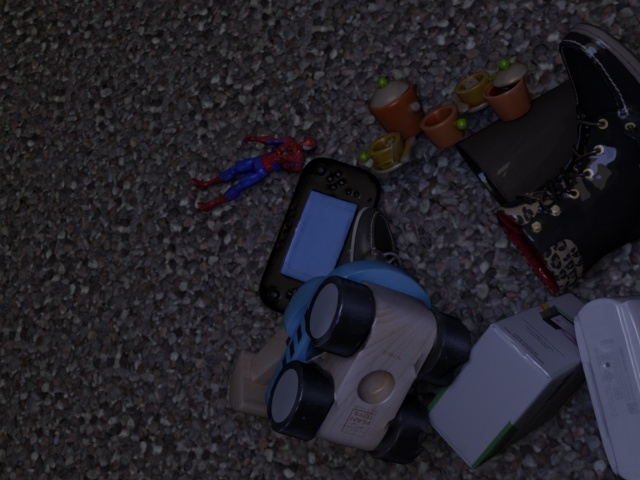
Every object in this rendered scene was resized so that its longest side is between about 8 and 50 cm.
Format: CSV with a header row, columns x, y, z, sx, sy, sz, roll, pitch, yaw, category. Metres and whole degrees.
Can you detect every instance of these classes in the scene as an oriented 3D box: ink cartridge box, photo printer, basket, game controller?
x,y,z,sx,sy,sz,roll,pitch,yaw,category
0.317,0.208,1.227,0.117,0.278,0.201,46,123,26,ink cartridge box
0.523,0.203,1.169,0.107,0.308,0.256,-26,69,48,photo printer
0.385,-0.166,1.385,0.227,0.154,0.204,-38,58,6,basket
0.000,0.000,1.544,0.167,0.067,0.319,19,86,24,game controller

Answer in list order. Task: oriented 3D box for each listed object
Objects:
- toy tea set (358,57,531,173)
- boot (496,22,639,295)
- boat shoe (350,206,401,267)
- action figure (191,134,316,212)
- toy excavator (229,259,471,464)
x,y,z,sx,sy,sz,roll,pitch,yaw,category
0.212,-0.255,1.423,0.336,0.124,0.200,-21,29,26,toy tea set
0.407,-0.116,1.252,0.284,0.377,0.138,-37,26,-2,boot
0.116,0.105,1.445,0.096,0.112,0.335,0,85,36,boat shoe
-0.145,-0.153,1.603,0.280,0.139,0.091,-23,72,13,action figure
-0.001,0.194,1.313,0.432,0.222,0.445,-65,22,15,toy excavator
